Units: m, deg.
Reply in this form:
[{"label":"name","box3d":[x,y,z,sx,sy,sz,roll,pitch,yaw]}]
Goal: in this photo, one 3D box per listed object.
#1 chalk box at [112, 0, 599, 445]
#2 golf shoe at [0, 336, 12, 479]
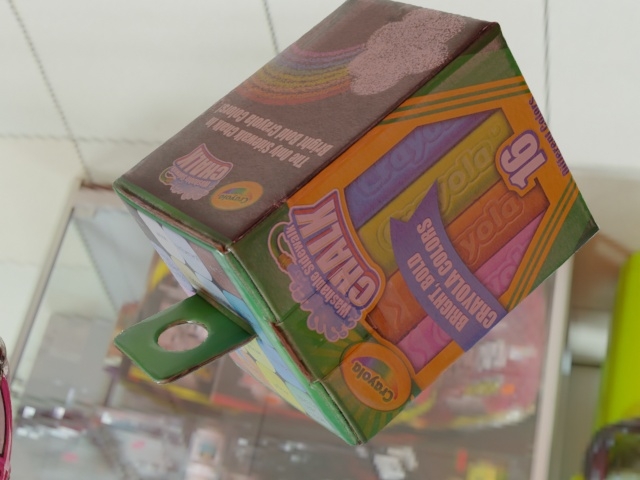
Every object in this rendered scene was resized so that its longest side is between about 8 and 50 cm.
[{"label":"chalk box","box3d":[0.000,0.000,0.666,0.132,0.213,0.132,29,155,57]},{"label":"golf shoe","box3d":[-0.143,0.103,0.482,0.067,0.186,0.086,-10,122,9]}]
